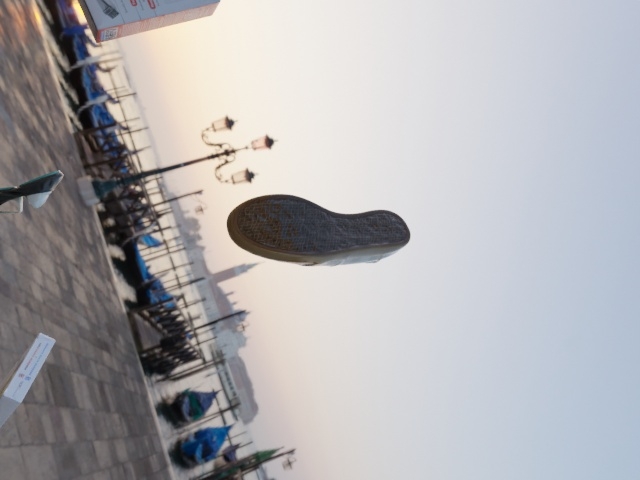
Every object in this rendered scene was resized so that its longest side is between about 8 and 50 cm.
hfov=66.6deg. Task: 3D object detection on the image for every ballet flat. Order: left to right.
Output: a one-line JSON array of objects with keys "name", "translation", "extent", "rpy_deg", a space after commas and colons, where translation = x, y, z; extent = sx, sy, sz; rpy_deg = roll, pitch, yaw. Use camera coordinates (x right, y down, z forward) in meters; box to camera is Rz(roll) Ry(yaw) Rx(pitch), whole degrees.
[{"name": "ballet flat", "translation": [-0.935, -0.140, 1.530], "extent": [0.095, 0.280, 0.096], "rpy_deg": [-114, -171, -75]}]

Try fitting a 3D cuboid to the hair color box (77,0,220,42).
[{"name": "hair color box", "translation": [-0.229, -0.330, 0.636], "extent": [0.053, 0.167, 0.093], "rpy_deg": [-1, -67, 63]}]

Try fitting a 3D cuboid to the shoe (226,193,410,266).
[{"name": "shoe", "translation": [0.000, 0.000, 0.519], "extent": [0.058, 0.219, 0.076], "rpy_deg": [-45, -129, 46]}]

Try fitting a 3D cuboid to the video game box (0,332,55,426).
[{"name": "video game box", "translation": [-0.708, 0.342, 1.117], "extent": [0.048, 0.205, 0.187], "rpy_deg": [37, 24, -21]}]
